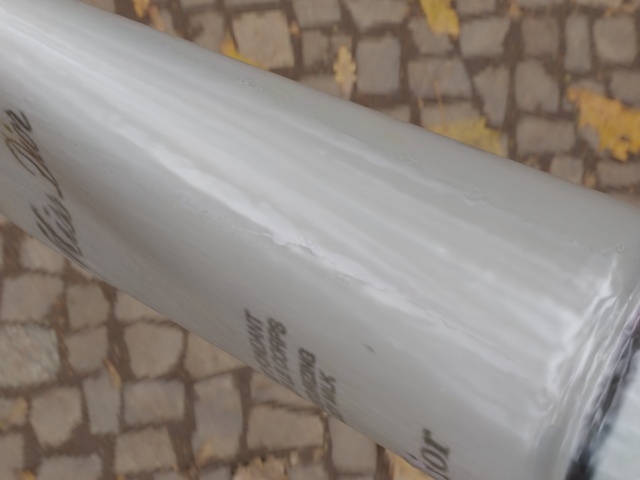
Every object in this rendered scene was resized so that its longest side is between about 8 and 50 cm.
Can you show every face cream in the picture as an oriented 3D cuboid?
[{"bbox_3d":[0.000,0.000,0.501,0.314,0.143,0.089,26,67,20],"label":"face cream"}]
